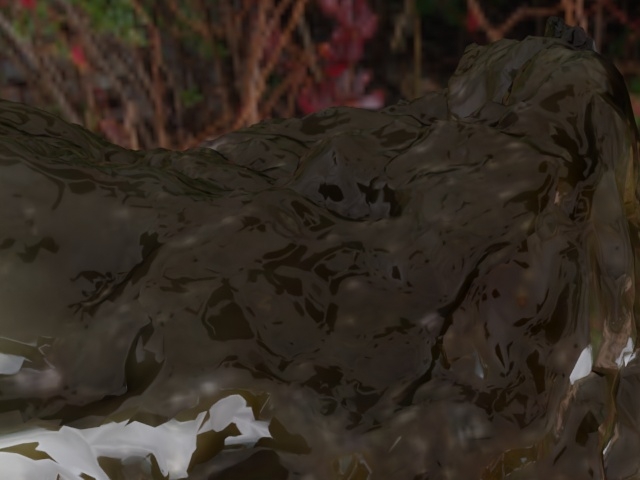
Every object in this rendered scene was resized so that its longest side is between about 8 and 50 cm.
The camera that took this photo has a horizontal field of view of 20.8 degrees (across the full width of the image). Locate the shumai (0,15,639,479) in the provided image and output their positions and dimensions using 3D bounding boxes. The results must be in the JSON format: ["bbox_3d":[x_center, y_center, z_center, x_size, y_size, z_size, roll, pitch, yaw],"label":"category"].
[{"bbox_3d":[-0.046,0.051,0.522,0.283,0.217,0.346,-5,-163,-9],"label":"shumai"}]
